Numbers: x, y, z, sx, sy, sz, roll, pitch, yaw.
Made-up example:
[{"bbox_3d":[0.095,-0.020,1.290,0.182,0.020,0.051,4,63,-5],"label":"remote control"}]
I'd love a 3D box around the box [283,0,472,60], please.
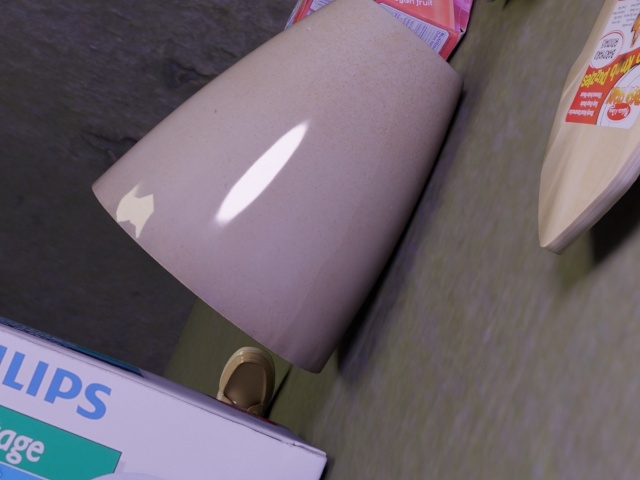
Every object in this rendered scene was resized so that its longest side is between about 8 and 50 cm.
[{"bbox_3d":[0.036,-0.193,1.520,0.300,0.154,0.142,120,170,-51],"label":"box"}]

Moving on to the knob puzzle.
[{"bbox_3d":[0.163,-0.080,0.739,0.213,0.030,0.213,-157,90,-82],"label":"knob puzzle"}]

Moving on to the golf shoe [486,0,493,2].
[{"bbox_3d":[0.154,-0.234,1.224,0.176,0.069,0.086,-75,-10,-62],"label":"golf shoe"}]

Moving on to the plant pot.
[{"bbox_3d":[-0.012,-0.072,1.266,0.274,0.256,0.256,-50,9,3],"label":"plant pot"}]

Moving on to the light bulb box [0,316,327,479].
[{"bbox_3d":[-0.233,0.270,1.214,0.225,0.358,0.361,170,122,-79],"label":"light bulb box"}]

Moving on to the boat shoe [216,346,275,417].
[{"bbox_3d":[-0.090,0.195,1.597,0.059,0.063,0.170,-84,9,-59],"label":"boat shoe"}]
